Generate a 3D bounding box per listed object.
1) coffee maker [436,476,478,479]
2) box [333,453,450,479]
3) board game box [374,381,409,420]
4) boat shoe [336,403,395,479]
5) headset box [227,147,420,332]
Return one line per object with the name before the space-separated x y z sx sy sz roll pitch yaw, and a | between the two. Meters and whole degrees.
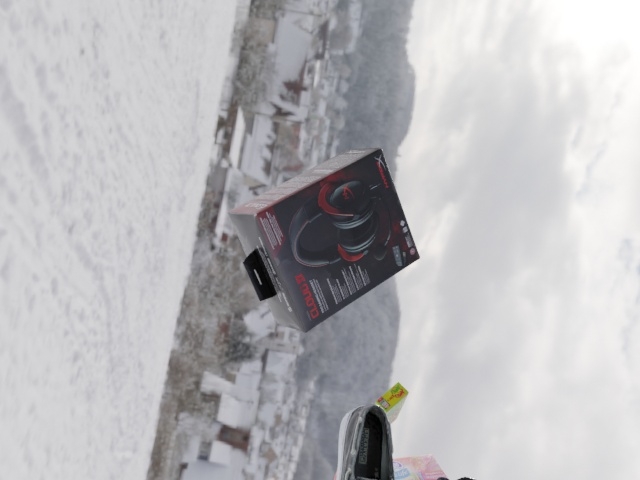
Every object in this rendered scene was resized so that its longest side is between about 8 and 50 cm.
coffee maker | 0.318 0.634 1.619 0.120 0.171 0.178 -44 169 -41
box | 0.187 0.687 1.818 0.142 0.300 0.154 -128 -134 -54
board game box | 0.187 0.480 1.923 0.092 0.043 0.181 -34 153 -29
boat shoe | 0.088 0.447 1.209 0.105 0.113 0.306 132 -31 -63
headset box | 0.000 0.000 1.147 0.110 0.293 0.218 8 -57 58
